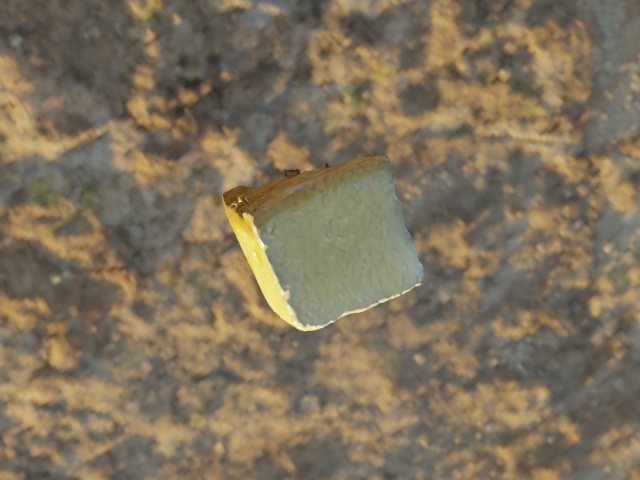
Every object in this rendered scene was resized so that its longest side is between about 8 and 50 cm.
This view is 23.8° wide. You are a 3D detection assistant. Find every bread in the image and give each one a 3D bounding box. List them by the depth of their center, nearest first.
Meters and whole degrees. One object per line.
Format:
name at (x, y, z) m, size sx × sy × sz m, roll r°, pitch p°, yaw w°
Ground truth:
bread at (0.000, 0.000, 0.823) m, size 0.080 × 0.109 × 0.084 m, roll -23°, pitch 101°, yaw -8°
